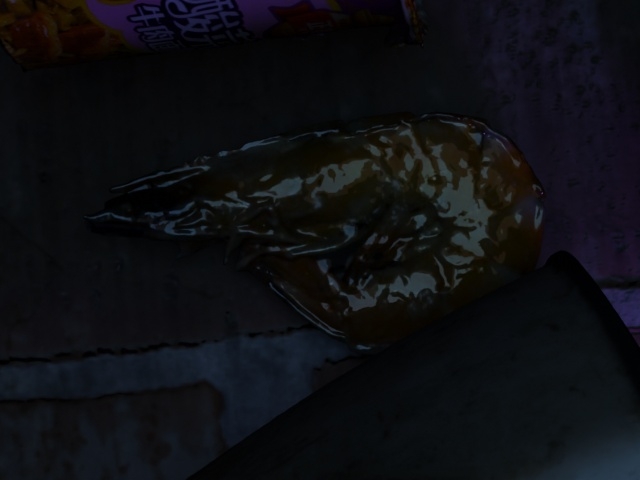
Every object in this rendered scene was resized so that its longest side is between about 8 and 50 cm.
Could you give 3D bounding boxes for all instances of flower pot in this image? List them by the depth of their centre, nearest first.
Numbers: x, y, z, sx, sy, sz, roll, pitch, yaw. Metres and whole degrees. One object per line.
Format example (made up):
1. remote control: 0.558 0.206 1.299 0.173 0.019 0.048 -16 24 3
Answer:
1. flower pot: 0.071 0.203 1.192 0.330 0.293 0.293 -25 83 2

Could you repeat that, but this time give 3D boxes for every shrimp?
1. shrimp: 0.000 0.000 1.322 0.317 0.062 0.164 -5 84 -5

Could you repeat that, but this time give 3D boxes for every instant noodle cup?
1. instant noodle cup: -0.094 -0.254 1.241 0.266 0.340 0.339 -15 82 5
